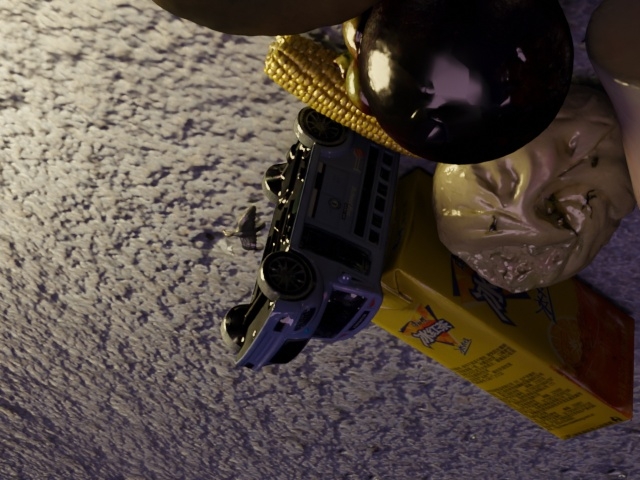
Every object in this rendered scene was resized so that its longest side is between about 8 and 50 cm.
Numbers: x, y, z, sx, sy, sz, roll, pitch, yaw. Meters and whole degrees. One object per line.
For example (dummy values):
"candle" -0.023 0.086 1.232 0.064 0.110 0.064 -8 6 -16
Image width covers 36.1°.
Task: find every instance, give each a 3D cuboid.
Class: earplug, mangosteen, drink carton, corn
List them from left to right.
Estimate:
"corn" 0.039 -0.144 0.986 0.206 0.067 0.067 27 140 -10
"mangosteen" 0.108 -0.161 0.869 0.230 0.194 0.194 16 153 49
"drink carton" 0.201 0.082 1.130 0.351 0.154 0.111 33 138 -20
"earplug" 0.348 -0.077 0.876 0.172 0.172 0.301 -5 137 23

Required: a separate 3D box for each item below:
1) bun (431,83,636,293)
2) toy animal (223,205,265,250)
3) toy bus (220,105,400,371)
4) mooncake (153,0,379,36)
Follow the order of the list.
"bun" 0.215 -0.039 0.981 0.210 0.116 0.237 3 126 -6
"toy animal" -0.095 -0.014 1.216 0.050 0.028 0.084 5 143 12
"toy bus" 0.000 0.000 0.993 0.133 0.292 0.125 21 141 -11
"mooncake" -0.046 -0.303 0.749 0.290 0.161 0.290 8 142 7
